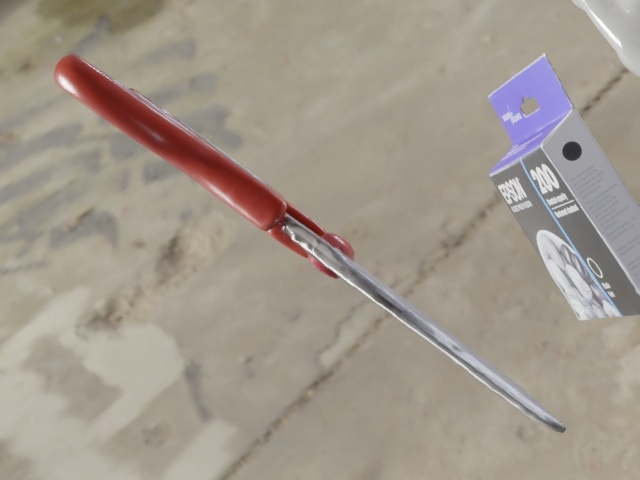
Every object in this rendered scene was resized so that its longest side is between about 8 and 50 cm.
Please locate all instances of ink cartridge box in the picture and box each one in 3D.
[{"bbox_3d":[0.192,-0.034,1.214,0.045,0.208,0.206,-31,-1,-7],"label":"ink cartridge box"}]

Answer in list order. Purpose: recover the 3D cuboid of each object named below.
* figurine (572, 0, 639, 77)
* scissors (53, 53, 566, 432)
[{"bbox_3d":[0.270,-0.104,1.045,0.092,0.215,0.209,-37,55,20],"label":"figurine"},{"bbox_3d":[0.000,0.000,0.613,0.297,0.109,0.021,34,89,33],"label":"scissors"}]
